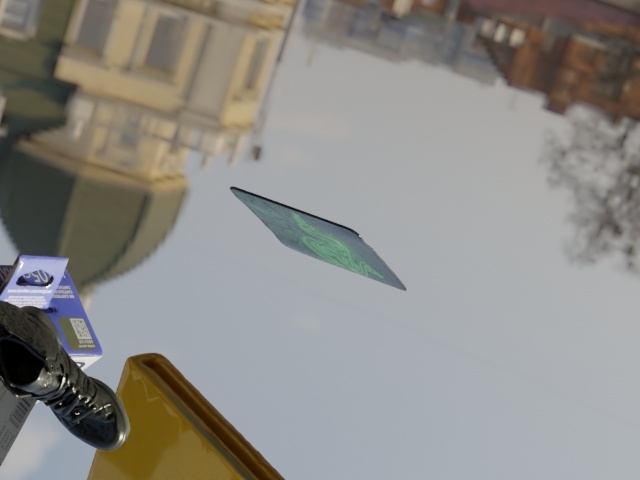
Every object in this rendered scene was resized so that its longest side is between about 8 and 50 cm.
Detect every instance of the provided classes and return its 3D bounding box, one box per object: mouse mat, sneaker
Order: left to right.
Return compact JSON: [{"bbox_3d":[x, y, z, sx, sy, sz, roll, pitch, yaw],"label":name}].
[{"bbox_3d":[-0.223,0.110,1.312,0.170,0.051,0.089,53,-168,-5],"label":"sneaker"},{"bbox_3d":[0.000,0.000,1.668,0.152,0.007,0.190,20,169,25],"label":"mouse mat"}]

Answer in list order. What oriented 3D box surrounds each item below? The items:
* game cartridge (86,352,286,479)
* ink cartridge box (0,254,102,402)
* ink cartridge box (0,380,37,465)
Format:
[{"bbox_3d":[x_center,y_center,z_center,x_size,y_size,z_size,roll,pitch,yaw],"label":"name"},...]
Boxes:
[{"bbox_3d":[-0.149,0.325,1.692,0.053,0.323,0.285,-8,-142,-43],"label":"game cartridge"},{"bbox_3d":[-0.475,0.157,2.108,0.270,0.395,0.151,4,-124,-60],"label":"ink cartridge box"},{"bbox_3d":[-0.456,0.171,1.632,0.333,0.165,0.065,14,154,28],"label":"ink cartridge box"}]
